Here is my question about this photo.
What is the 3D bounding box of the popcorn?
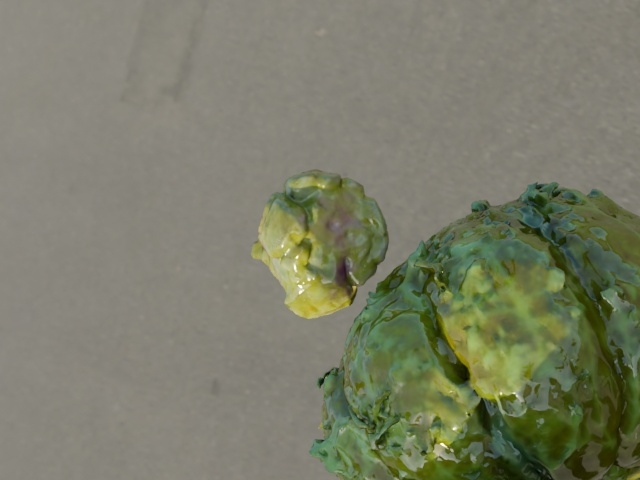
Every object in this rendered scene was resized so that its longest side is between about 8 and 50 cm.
[{"bbox_3d":[0.001,0.002,1.013,0.089,0.096,0.109,-167,68,-75],"label":"popcorn"}]

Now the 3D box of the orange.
[{"bbox_3d":[0.139,0.097,0.979,0.301,0.300,0.223,-39,56,15],"label":"orange"}]
